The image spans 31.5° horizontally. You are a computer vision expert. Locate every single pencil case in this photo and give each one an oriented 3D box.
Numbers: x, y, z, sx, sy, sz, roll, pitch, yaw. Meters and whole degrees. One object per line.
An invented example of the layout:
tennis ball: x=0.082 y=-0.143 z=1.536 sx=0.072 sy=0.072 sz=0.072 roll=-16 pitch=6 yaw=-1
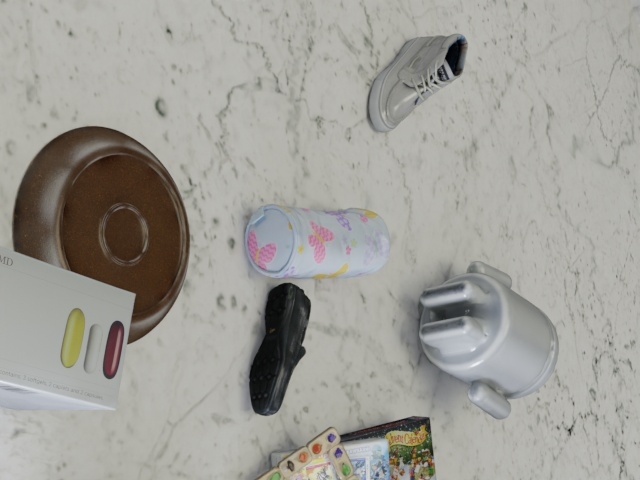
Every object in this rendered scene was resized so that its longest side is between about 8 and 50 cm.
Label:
pencil case: x=0.000 y=0.000 z=1.871 sx=0.273 sy=0.113 sz=0.124 roll=-1 pitch=76 yaw=-52

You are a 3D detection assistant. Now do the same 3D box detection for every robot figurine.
robot figurine: x=0.328 y=0.187 z=2.186 sx=0.353 sy=0.199 sz=0.300 roll=32 pitch=58 yaw=-45

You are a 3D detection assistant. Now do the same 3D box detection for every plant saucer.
plant saucer: x=-0.283 y=-0.007 z=1.570 sx=0.310 sy=0.050 sz=0.311 roll=7 pitch=81 yaw=-51

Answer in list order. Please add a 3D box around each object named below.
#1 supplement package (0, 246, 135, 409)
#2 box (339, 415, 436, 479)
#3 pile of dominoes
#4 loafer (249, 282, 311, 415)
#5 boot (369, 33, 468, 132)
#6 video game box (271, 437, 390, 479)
supplement package: x=-0.383 y=0.101 z=1.303 sx=0.262 sy=0.204 sz=0.145 roll=25 pitch=66 yaw=-47
box: x=0.103 y=0.404 z=1.965 sx=0.233 sy=0.044 sz=0.159 roll=-7 pitch=91 yaw=-40
pile of dominoes: x=-0.026 y=0.438 z=1.763 sx=0.251 sy=0.040 sz=0.196 roll=-31 pitch=102 yaw=-27
loafer: x=-0.056 y=0.176 z=1.804 sx=0.078 sy=0.076 sz=0.223 roll=32 pitch=57 yaw=-36
boot: x=0.190 y=-0.307 z=2.140 sx=0.095 sy=0.123 sz=0.258 roll=55 pitch=47 yaw=-31
video game box: x=0.022 y=0.425 z=1.841 sx=0.205 sy=0.048 sz=0.187 roll=-2 pitch=90 yaw=-31
